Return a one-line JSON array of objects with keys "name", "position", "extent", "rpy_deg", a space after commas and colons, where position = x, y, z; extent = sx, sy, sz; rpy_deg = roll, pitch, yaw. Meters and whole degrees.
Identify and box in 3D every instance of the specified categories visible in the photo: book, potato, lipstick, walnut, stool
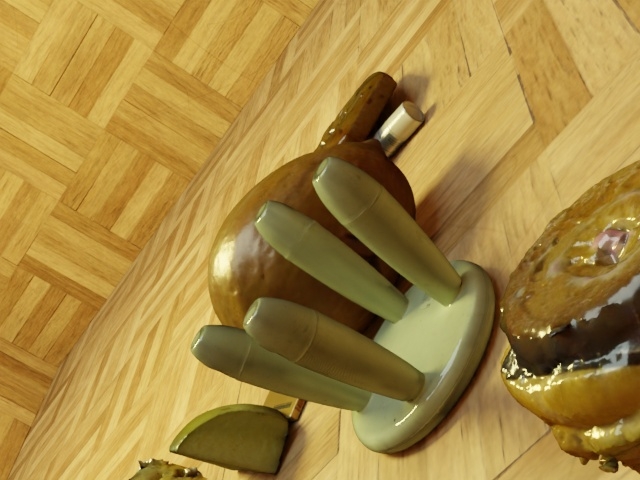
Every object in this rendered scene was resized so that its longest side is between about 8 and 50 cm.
[{"name": "book", "position": [-0.023, 0.148, 1.176], "extent": [0.118, 0.012, 0.172], "rpy_deg": [-31, 30, 61]}, {"name": "potato", "position": [-0.119, 0.221, 1.108], "extent": [0.149, 0.120, 0.081], "rpy_deg": [-24, 49, 64]}, {"name": "lipstick", "position": [0.088, -0.133, 1.328], "extent": [0.141, 0.040, 0.040], "rpy_deg": [-48, 18, 33]}, {"name": "walnut", "position": [0.000, 0.000, 1.053], "extent": [0.298, 0.203, 0.203], "rpy_deg": [-60, 15, -19]}, {"name": "stool", "position": [0.025, 0.060, 0.847], "extent": [0.195, 0.198, 0.195], "rpy_deg": [-26, 34, 61]}]

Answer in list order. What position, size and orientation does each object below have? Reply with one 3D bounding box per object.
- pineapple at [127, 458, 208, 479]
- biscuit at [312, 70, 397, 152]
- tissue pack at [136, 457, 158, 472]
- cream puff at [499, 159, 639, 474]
[{"name": "pineapple", "position": [-0.149, 0.399, 0.880], "extent": [0.344, 0.209, 0.286], "rpy_deg": [-31, -52, -69]}, {"name": "biscuit", "position": [0.006, -0.117, 1.468], "extent": [0.359, 0.046, 0.359], "rpy_deg": [-57, 6, 9]}, {"name": "tissue pack", "position": [-0.195, 0.351, 1.138], "extent": [0.060, 0.108, 0.148], "rpy_deg": [-27, 35, 59]}, {"name": "cream puff", "position": [0.185, 0.042, 0.503], "extent": [0.189, 0.129, 0.189], "rpy_deg": [-46, 13, 13]}]
